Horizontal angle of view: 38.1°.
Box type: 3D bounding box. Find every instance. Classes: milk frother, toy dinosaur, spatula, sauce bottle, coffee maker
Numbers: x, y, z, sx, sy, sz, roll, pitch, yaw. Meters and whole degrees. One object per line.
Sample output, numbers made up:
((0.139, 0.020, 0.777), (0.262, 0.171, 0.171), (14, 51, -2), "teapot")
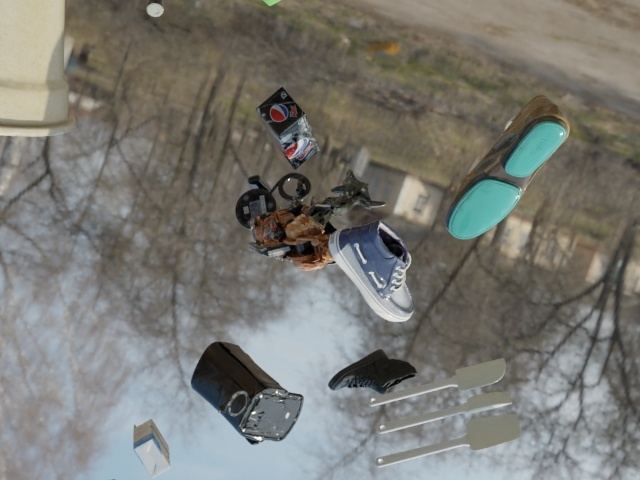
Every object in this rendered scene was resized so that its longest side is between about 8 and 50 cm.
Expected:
((-0.080, -0.064, 1.855), (0.143, 0.129, 0.135), (4, 167, 14), "milk frother")
((0.000, 0.000, 1.637), (0.218, 0.164, 0.322), (-20, -139, -27), "toy dinosaur")
((0.194, 0.283, 1.502), (0.242, 0.168, 0.019), (-17, 134, 13), "spatula")
((-0.257, -0.399, 1.454), (0.042, 0.042, 0.128), (17, -132, -27), "sauce bottle")
((-0.141, 0.252, 1.607), (0.178, 0.120, 0.171), (31, 164, 45), "coffee maker")

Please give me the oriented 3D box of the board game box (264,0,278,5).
((-0.106, -0.492, 1.202), (0.046, 0.317, 0.213), (-18, 146, 34), "board game box")

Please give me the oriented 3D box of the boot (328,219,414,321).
((0.098, 0.047, 1.318), (0.086, 0.069, 0.190), (-16, 132, 38), "boot")

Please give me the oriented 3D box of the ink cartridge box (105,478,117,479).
((-0.493, 0.521, 1.394), (0.395, 0.270, 0.151), (3, 178, -24), "ink cartridge box")

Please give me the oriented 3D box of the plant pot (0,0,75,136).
((-0.479, -0.334, 1.267), (0.334, 0.305, 0.334), (14, -165, -4), "plant pot")

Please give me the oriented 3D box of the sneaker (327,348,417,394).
((0.107, 0.286, 1.915), (0.089, 0.170, 0.051), (53, 161, 24), "sneaker")

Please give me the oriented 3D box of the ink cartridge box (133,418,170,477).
((-0.216, 0.261, 1.185), (0.048, 0.028, 0.083), (62, 175, -15), "ink cartridge box")

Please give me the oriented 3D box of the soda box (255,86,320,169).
((-0.047, -0.165, 1.400), (0.060, 0.053, 0.169), (51, 178, 15), "soda box")

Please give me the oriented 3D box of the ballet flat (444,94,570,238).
((0.349, -0.147, 1.777), (0.116, 0.342, 0.124), (18, -137, -15), "ballet flat")
